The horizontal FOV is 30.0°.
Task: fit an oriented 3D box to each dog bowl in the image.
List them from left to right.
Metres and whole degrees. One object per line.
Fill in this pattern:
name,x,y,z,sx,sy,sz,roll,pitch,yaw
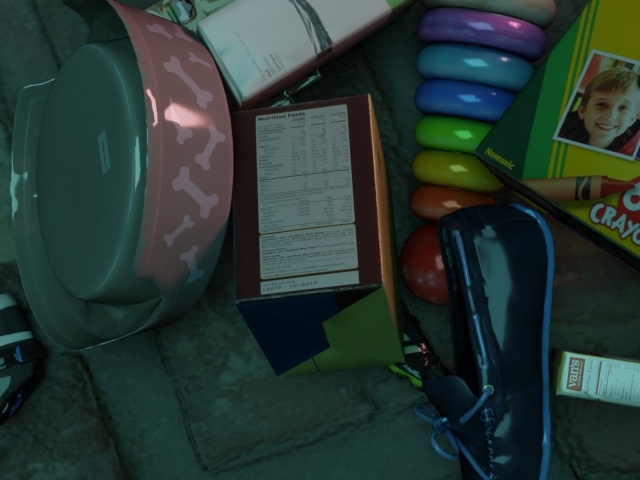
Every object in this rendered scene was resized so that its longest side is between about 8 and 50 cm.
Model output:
dog bowl,-0.200,-0.066,1.175,0.102,0.349,0.348,0,83,-34

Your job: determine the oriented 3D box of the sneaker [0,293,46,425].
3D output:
sneaker,-0.398,0.163,1.287,0.217,0.079,0.121,-34,80,2

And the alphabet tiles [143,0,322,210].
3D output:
alphabet tiles,-0.102,-0.162,1.293,0.198,0.009,0.237,-29,93,4

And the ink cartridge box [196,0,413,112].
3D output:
ink cartridge box,-0.014,-0.222,1.201,0.219,0.160,0.092,-32,93,-6

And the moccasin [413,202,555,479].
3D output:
moccasin,0.147,0.135,1.154,0.117,0.138,0.342,2,85,-14

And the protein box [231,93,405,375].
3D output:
protein box,0.000,0.000,1.162,0.136,0.200,0.201,-6,63,7

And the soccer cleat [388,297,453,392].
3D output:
soccer cleat,0.085,0.103,1.241,0.179,0.060,0.072,33,88,12

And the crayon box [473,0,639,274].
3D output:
crayon box,0.372,-0.102,1.051,0.363,0.106,0.313,38,92,36

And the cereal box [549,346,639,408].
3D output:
cereal box,0.342,0.142,1.145,0.240,0.173,0.047,8,87,9

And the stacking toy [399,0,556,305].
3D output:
stacking toy,0.142,-0.097,1.222,0.141,0.141,0.330,12,91,8
